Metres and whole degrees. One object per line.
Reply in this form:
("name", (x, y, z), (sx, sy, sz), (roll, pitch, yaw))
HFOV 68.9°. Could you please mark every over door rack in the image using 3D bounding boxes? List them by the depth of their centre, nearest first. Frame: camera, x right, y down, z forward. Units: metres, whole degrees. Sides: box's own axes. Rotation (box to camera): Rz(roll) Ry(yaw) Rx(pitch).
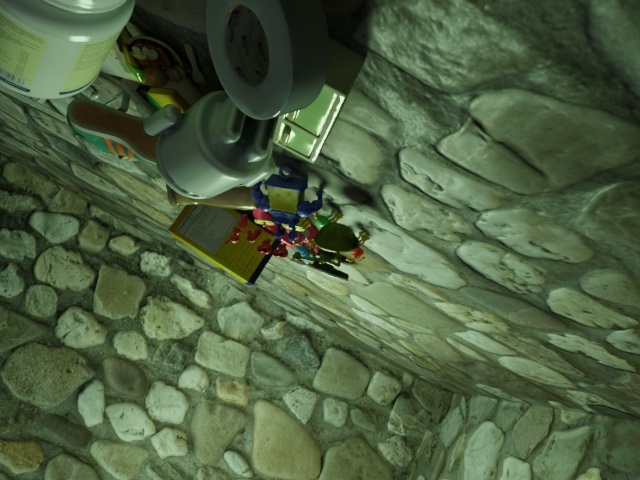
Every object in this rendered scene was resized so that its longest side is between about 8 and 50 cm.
("over door rack", (-0.693, -0.419, 1.249), (0.324, 0.108, 0.239), (1, 164, 36))

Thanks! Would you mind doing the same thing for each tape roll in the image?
("tape roll", (-0.086, -0.300, 0.710), (0.219, 0.072, 0.219), (32, 137, 36))

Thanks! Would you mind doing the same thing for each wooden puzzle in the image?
("wooden puzzle", (-0.370, -0.335, 1.200), (0.238, 0.044, 0.221), (13, 157, 34))

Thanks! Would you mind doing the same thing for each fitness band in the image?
("fitness band", (-0.112, -0.044, 1.617), (0.209, 0.054, 0.291), (15, 157, 38))

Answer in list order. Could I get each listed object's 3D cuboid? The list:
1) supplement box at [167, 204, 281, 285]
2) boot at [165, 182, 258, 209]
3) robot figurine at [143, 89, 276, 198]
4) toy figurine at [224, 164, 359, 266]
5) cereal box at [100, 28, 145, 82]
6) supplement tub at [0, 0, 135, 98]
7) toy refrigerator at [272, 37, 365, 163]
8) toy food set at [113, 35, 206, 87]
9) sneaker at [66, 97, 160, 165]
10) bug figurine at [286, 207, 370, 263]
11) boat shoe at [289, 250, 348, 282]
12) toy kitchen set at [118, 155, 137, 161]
("supplement box", (-0.353, -0.007, 1.732), (0.356, 0.194, 0.195), (35, 168, -8))
("boot", (-0.323, -0.204, 1.373), (0.269, 0.089, 0.236), (1, 121, 9))
("robot figurine", (-0.249, -0.211, 1.077), (0.300, 0.200, 0.353), (31, 151, -35))
("toy figurine", (-0.078, -0.088, 1.254), (0.362, 0.191, 0.217), (11, 116, 18))
("cereal box", (-0.527, -0.460, 1.072), (0.240, 0.047, 0.173), (20, 161, 19))
("supplement tub", (-0.459, -0.410, 0.791), (0.235, 0.235, 0.324), (37, 149, -27))
("toy refrigerator", (-0.015, -0.251, 0.878), (0.102, 0.094, 0.269), (28, 162, -5))
("toy food set", (-0.355, -0.379, 1.000), (0.192, 0.039, 0.132), (9, 156, 5))
("sneaker", (-0.525, -0.279, 1.267), (0.302, 0.108, 0.121), (25, 162, -23))
("bug figurine", (0.000, 0.000, 1.449), (0.279, 0.072, 0.216), (-9, 137, 34))
("boat shoe", (0.003, 0.093, 1.775), (0.254, 0.079, 0.095), (17, 161, 32))
("toy kitchen set", (-0.665, -0.327, 1.639), (0.068, 0.075, 0.083), (-23, 178, 19))
